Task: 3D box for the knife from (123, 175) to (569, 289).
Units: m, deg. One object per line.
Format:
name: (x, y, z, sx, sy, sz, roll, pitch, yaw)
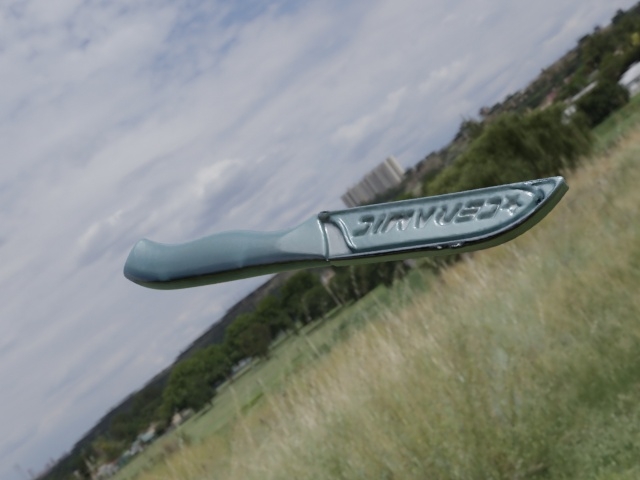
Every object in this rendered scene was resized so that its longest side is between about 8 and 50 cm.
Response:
knife: (0.000, 0.000, 0.377, 0.210, 0.028, 0.015, -8, -32, 26)
